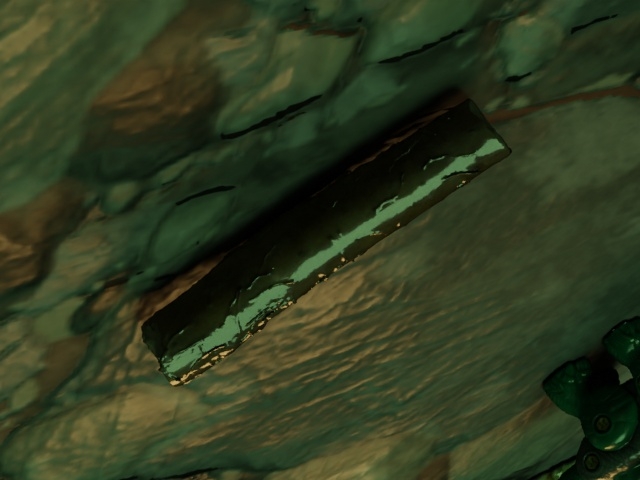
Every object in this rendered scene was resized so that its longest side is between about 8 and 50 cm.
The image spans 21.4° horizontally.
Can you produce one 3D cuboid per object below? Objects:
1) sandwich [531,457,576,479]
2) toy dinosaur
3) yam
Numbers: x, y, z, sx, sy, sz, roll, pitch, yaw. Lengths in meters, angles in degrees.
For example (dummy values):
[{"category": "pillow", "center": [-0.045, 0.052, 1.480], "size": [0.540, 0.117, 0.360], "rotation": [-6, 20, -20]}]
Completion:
[{"category": "sandwich", "center": [0.109, 0.202, 1.025], "size": [0.117, 0.144, 0.187], "rotation": [-22, -175, -17]}, {"category": "toy dinosaur", "center": [0.159, 0.098, 0.829], "size": [0.132, 0.096, 0.059], "rotation": [-44, 148, 16]}, {"category": "yam", "center": [0.000, 0.000, 0.594], "size": [0.145, 0.032, 0.032], "rotation": [-34, 151, 4]}]
